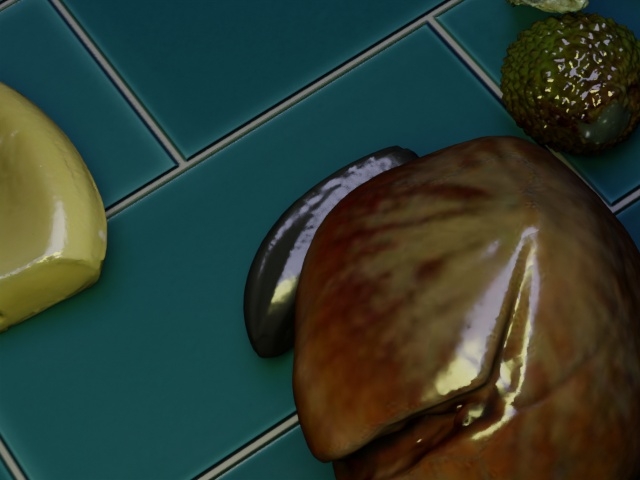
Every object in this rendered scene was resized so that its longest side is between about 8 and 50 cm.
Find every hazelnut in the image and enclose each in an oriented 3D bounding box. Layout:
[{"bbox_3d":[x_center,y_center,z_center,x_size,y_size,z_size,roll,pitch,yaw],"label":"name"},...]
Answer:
[{"bbox_3d":[0.140,0.096,1.660,0.359,0.359,0.409,-5,44,4],"label":"hazelnut"}]

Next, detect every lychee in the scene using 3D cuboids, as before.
[{"bbox_3d":[0.269,-0.171,1.914,0.171,0.171,0.171,-3,59,5],"label":"lychee"}]

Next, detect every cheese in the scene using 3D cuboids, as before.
[{"bbox_3d":[-0.373,-0.048,1.939,0.259,0.128,0.316,-21,57,-3],"label":"cheese"}]

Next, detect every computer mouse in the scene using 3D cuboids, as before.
[{"bbox_3d":[0.000,0.000,1.855,0.086,0.137,0.270,37,71,18],"label":"computer mouse"}]

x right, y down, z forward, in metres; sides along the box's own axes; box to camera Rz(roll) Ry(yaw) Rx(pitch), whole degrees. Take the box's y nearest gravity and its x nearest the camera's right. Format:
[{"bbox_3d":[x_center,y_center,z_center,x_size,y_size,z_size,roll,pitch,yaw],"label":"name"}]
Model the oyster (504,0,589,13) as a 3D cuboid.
[{"bbox_3d":[0.245,-0.333,1.982,0.087,0.252,0.199,16,85,-7],"label":"oyster"}]
